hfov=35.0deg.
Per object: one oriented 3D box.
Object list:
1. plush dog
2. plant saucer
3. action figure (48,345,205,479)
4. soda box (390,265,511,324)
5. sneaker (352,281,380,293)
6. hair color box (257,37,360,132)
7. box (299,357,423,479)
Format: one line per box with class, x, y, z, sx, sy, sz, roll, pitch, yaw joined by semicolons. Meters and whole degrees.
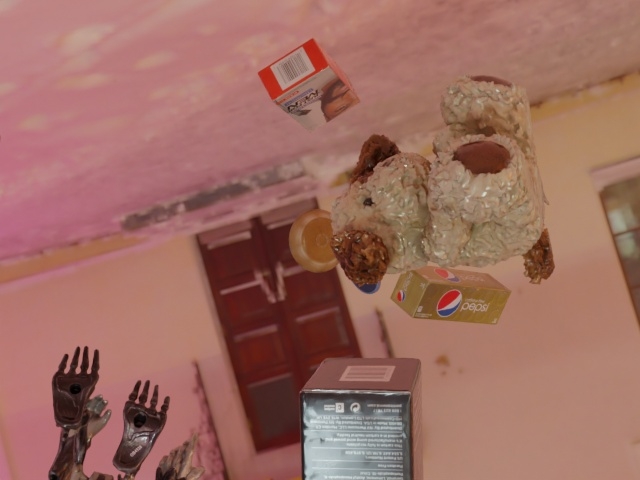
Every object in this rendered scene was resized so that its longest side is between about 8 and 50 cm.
plush dog;0.120;-0.035;1.083;0.225;0.211;0.262;-9;-150;18
plant saucer;0.000;0.000;1.322;0.083;0.083;0.015;-14;-177;-25
action figure;-0.199;0.225;1.000;0.164;0.141;0.276;20;136;6
soda box;0.194;0.080;1.491;0.181;0.061;0.058;7;-157;-39
sneaker;0.062;0.036;1.696;0.053;0.144;0.059;-20;-153;7
hair color box;-0.012;-0.215;1.432;0.093;0.053;0.167;-31;165;11
box;0.089;0.449;1.974;0.212;0.395;0.293;-1;-176;9
